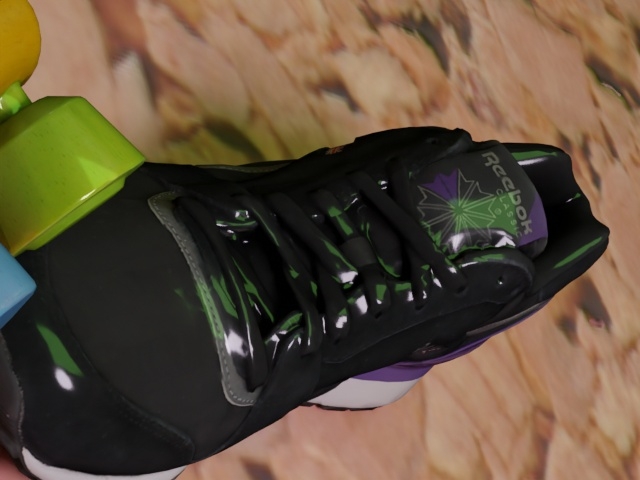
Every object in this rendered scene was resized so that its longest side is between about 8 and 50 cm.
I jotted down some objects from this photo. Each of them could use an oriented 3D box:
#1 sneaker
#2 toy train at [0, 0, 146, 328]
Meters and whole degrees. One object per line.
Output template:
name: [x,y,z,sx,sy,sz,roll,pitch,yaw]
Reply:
sneaker: [0.000,0.000,0.623,0.283,0.124,0.107,-11,75,-61]
toy train: [-0.099,-0.058,0.511,0.143,0.105,0.248,51,29,-6]
